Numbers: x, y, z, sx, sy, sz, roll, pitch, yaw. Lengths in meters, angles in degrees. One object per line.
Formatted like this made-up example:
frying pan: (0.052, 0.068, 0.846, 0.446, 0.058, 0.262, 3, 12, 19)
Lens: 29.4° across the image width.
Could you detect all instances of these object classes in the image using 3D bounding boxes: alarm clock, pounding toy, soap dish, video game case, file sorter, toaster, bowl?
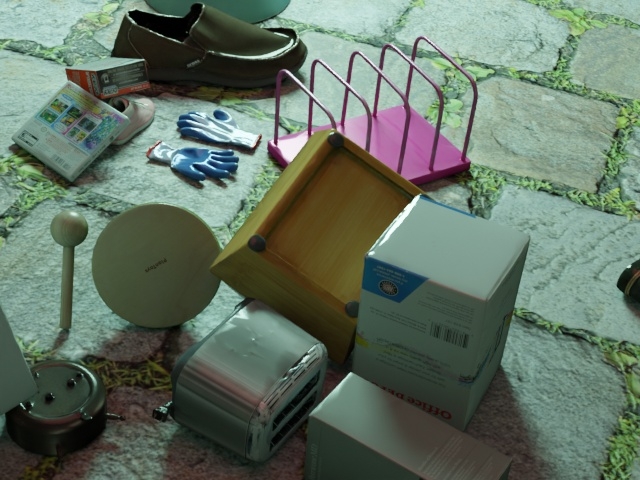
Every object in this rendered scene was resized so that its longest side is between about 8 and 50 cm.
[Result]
alarm clock: (-0.356, 0.202, 1.583, 0.192, 0.064, 0.129, 29, 45, 31)
pounding toy: (-0.260, 0.026, 1.752, 0.237, 0.182, 0.110, -3, 14, -5)
soap dish: (0.017, -0.004, 1.729, 0.229, 0.118, 0.291, 36, 61, -1)
video game case: (-0.418, -0.185, 2.042, 0.157, 0.019, 0.143, 32, 72, 30)
file sorter: (0.088, -0.208, 2.040, 0.291, 0.182, 0.202, -17, 44, -25)
toaster: (-0.092, 0.185, 1.577, 0.146, 0.129, 0.227, 27, 42, 21)
bowl: (-0.211, -0.582, 2.490, 0.312, 0.163, 0.311, 2, 39, -2)

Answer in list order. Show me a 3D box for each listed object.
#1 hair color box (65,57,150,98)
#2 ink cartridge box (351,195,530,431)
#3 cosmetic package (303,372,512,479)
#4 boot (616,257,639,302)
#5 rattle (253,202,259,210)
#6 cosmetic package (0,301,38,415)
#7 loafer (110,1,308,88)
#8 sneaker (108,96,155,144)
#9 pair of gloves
hair color box: (-0.374, -0.285, 2.137, 0.093, 0.053, 0.167, -18, 16, -26)
ink cartridge box: (0.157, 0.098, 1.629, 0.171, 0.232, 0.168, 20, 39, 19)
cosmetic package: (0.101, 0.277, 1.486, 0.238, 0.127, 0.107, 23, 42, 23)
boot: (0.568, 0.065, 1.853, 0.198, 0.076, 0.137, -30, 54, -19)
rattle: (0.000, 0.000, 1.867, 0.200, 0.130, 0.142, 12, 42, -36)
cosmetic package: (-0.612, 0.063, 1.472, 0.329, 0.327, 0.394, -33, 51, -23)
loafer: (-0.202, -0.365, 2.244, 0.366, 0.130, 0.133, -2, 39, -9)
sneaker: (-0.327, -0.226, 2.108, 0.051, 0.070, 0.134, 15, 39, 17)
pair of gloves: (-0.194, -0.167, 2.087, 0.159, 0.023, 0.198, 17, 41, 14)
